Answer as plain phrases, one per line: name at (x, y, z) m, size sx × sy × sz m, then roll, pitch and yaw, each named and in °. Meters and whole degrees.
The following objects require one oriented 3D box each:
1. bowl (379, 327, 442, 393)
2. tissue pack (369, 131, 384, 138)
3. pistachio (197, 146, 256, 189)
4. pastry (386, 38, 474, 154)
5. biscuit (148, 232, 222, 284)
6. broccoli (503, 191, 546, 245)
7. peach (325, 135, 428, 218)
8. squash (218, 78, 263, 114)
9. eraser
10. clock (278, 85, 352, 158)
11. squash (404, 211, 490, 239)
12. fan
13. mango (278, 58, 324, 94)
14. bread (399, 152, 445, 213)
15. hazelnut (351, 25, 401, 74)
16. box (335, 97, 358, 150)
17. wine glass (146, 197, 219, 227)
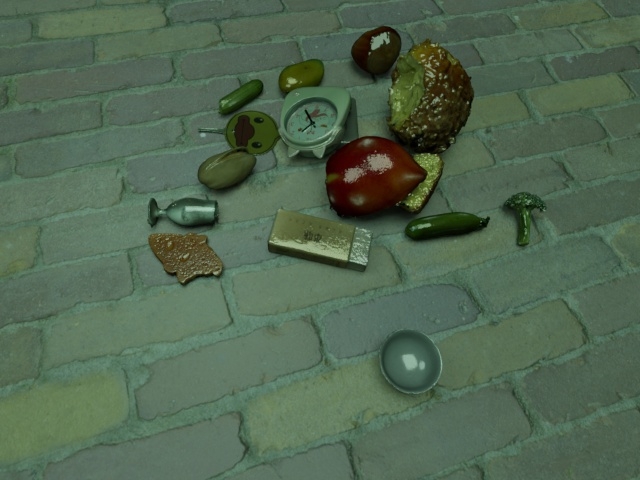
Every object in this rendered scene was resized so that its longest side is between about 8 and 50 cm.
bowl at (0.260, 0.368, 1.207) m, size 0.189 × 0.086 × 0.189 m, roll 2°, pitch 62°, yaw -4°
tissue pack at (0.205, -0.388, 1.608) m, size 0.056 × 0.023 × 0.108 m, roll 39°, pitch 67°, yaw 13°
pistachio at (-0.334, -0.259, 1.433) m, size 0.226 × 0.136 × 0.136 m, roll -33°, pitch 71°, yaw -26°
pastry at (0.425, -0.530, 1.547) m, size 0.337 × 0.292 × 0.405 m, roll 5°, pitch 87°, yaw -31°
biscuit at (-0.447, 0.049, 1.324) m, size 0.280 × 0.043 × 0.183 m, roll 21°, pitch 60°, yaw 10°
broccoli at (0.746, -0.082, 1.470) m, size 0.122 × 0.118 × 0.204 m, roll 10°, pitch 75°, yaw -24°
peach at (0.169, -0.236, 1.367) m, size 0.361 × 0.201 × 0.258 m, roll -8°, pitch 50°, yaw 25°
squash at (-0.326, -0.584, 1.632) m, size 0.069 × 0.069 × 0.239 m, roll 40°, pitch 65°, yaw 14°
eraser at (0.000, 0.000, 1.368) m, size 0.343 × 0.078 × 0.144 m, roll 12°, pitch 65°, yaw 1°
clock at (-0.027, -0.439, 1.536) m, size 0.265 × 0.109 × 0.324 m, roll 6°, pitch 66°, yaw 16°
squash at (0.461, -0.057, 1.436) m, size 0.331 × 0.087 × 0.087 m, roll -6°, pitch 65°, yaw -10°
fan at (-0.313, -0.432, 1.590) m, size 0.335 × 0.011 × 0.230 m, roll 3°, pitch 64°, yaw -6°
mango at (-0.071, -0.690, 1.696) m, size 0.237 × 0.091 × 0.137 m, roll -30°, pitch 76°, yaw -18°
bread at (0.352, -0.193, 1.466) m, size 0.129 × 0.134 × 0.260 m, roll 26°, pitch 68°, yaw 21°
hazelnut at (0.247, -0.825, 1.752) m, size 0.210 × 0.210 × 0.186 m, roll -39°, pitch 97°, yaw -21°
box at (0.098, -0.473, 1.623) m, size 0.103 × 0.055 × 0.244 m, roll 1°, pitch 64°, yaw -4°
wine glass at (-0.463, -0.096, 1.360) m, size 0.222 × 0.103 × 0.103 m, roll -1°, pitch 64°, yaw -4°
